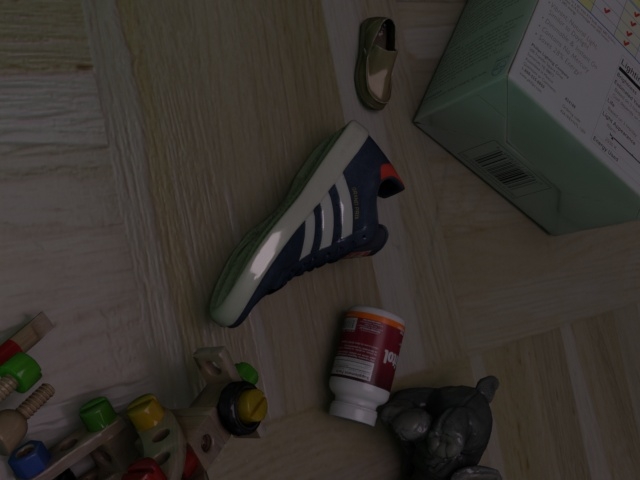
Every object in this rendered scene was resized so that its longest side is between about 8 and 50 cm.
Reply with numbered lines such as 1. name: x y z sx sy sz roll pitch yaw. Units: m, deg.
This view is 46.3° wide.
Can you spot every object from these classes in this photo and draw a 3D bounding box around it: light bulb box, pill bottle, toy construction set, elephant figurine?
1. light bulb box: 0.398 -0.261 1.209 0.358 0.225 0.361 35 66 -21
2. pill bottle: 0.061 0.173 1.029 0.086 0.086 0.152 23 73 -26
3. toy construction set: -0.205 0.191 0.819 0.309 0.257 0.237 45 46 -6
4. elephant figurine: 0.167 0.334 1.051 0.169 0.186 0.240 -39 122 -73

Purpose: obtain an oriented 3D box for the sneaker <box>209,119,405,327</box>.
1. sneaker: 0.000 0.000 0.989 0.148 0.131 0.350 44 64 -14

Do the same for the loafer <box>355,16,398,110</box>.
1. loafer: 0.087 -0.271 1.126 0.056 0.050 0.148 2 82 -31
